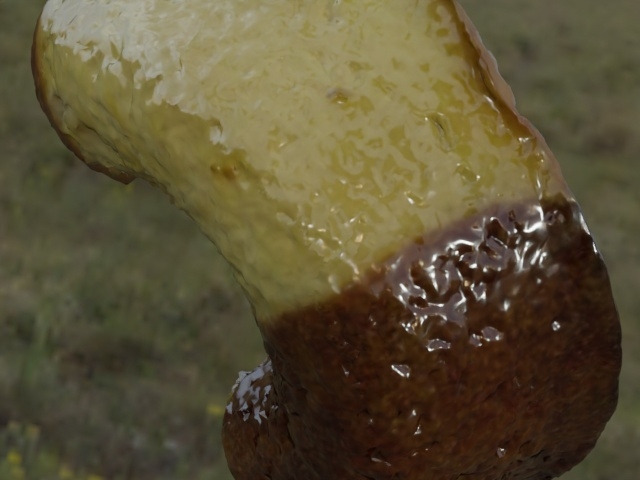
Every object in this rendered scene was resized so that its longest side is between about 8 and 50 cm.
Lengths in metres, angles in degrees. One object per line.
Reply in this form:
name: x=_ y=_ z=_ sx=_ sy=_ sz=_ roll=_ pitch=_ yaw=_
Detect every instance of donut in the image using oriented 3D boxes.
donut: x=0.000 y=-0.002 z=0.572 sx=0.085 sy=0.217 sz=0.141 roll=-33 pitch=10 yaw=-24
